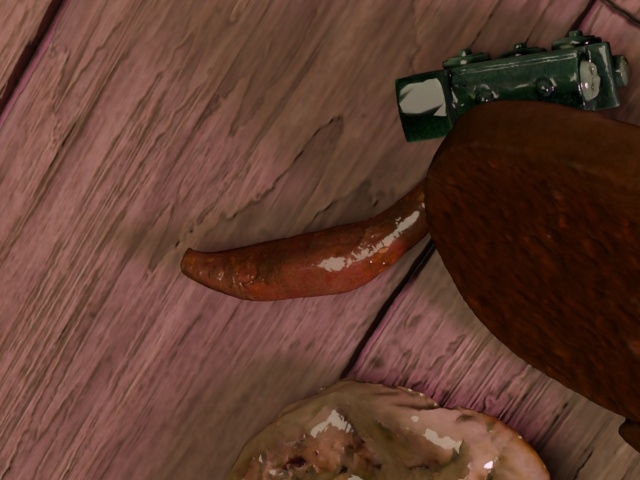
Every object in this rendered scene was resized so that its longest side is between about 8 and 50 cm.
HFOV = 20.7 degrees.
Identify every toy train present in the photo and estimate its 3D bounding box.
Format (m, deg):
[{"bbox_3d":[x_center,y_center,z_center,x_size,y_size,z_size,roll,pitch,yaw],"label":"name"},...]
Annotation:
[{"bbox_3d":[0.149,-0.116,1.348,0.171,0.111,0.071,-7,99,24],"label":"toy train"}]

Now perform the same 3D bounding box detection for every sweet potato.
[{"bbox_3d":[0.005,0.009,1.458,0.255,0.058,0.078,-19,71,20],"label":"sweet potato"}]

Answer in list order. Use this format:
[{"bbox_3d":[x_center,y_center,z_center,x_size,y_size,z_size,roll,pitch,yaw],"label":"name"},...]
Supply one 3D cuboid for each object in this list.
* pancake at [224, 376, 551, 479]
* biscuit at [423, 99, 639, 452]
[{"bbox_3d":[0.054,0.306,1.454,0.387,0.082,0.386,5,99,31],"label":"pancake"},{"bbox_3d":[0.249,0.044,1.268,0.394,0.070,0.350,26,151,33],"label":"biscuit"}]
